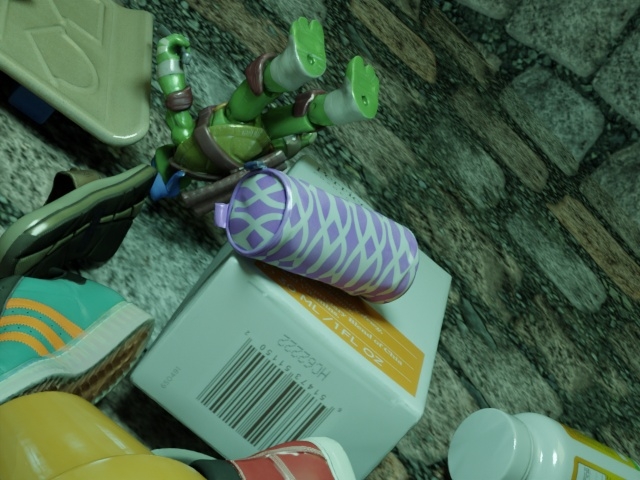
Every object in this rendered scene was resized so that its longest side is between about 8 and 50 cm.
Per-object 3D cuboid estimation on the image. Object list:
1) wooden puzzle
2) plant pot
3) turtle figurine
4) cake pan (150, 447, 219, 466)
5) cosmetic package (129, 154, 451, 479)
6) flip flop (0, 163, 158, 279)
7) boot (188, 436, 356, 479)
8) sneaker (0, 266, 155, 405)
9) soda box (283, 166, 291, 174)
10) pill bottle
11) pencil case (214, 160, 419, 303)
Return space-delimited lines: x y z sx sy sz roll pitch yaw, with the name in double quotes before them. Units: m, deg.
"wooden puzzle" -0.352 -0.255 1.873 0.348 0.080 0.322 31 25 -22
"plant pot" -0.180 0.214 1.227 0.205 0.205 0.188 25 14 -43
"turtle figurine" -0.074 -0.172 1.850 0.197 0.266 0.274 59 38 -14
"cake pan" -0.075 0.307 1.415 0.293 0.054 0.293 38 23 -20
"cosmetic package" -0.011 0.083 1.704 0.230 0.161 0.453 40 16 -4
"flip flop" -0.246 -0.028 1.646 0.080 0.112 0.277 36 25 12
"boot" -0.023 0.286 1.387 0.176 0.088 0.244 -5 61 -44
"sneaker" -0.259 0.103 1.395 0.121 0.108 0.302 32 23 12
"soda box" -0.020 -0.007 2.059 0.063 0.058 0.183 18 36 -50
"pill bottle" 0.265 0.281 1.967 0.246 0.136 0.136 28 28 -38
"pencil case" 0.000 0.000 1.524 0.206 0.088 0.086 23 61 -44
